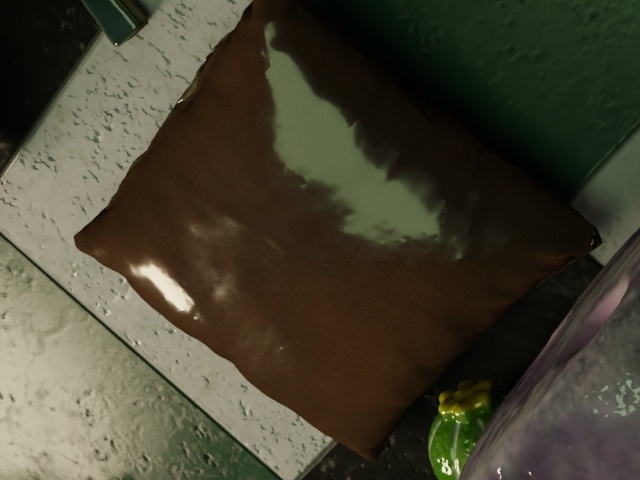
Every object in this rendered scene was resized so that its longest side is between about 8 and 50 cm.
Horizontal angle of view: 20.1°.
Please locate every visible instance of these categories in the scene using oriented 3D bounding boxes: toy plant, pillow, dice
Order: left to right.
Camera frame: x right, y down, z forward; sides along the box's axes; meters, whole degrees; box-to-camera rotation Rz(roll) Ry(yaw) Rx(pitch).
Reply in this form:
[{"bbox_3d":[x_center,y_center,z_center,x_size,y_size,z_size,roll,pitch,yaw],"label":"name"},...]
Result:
[{"bbox_3d":[0.000,0.000,1.351,0.305,0.108,0.308,39,126,-4],"label":"pillow"},{"bbox_3d":[0.136,0.182,1.385,0.093,0.093,0.162,-9,116,27],"label":"toy plant"},{"bbox_3d":[0.270,0.144,1.205,0.270,0.271,0.270,38,124,3],"label":"dice"}]

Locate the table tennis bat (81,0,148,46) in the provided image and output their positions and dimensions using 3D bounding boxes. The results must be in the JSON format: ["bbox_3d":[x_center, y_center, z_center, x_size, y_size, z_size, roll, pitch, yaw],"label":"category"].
[{"bbox_3d":[-0.226,-0.265,1.370,0.154,0.021,0.274,-35,95,33],"label":"table tennis bat"}]
